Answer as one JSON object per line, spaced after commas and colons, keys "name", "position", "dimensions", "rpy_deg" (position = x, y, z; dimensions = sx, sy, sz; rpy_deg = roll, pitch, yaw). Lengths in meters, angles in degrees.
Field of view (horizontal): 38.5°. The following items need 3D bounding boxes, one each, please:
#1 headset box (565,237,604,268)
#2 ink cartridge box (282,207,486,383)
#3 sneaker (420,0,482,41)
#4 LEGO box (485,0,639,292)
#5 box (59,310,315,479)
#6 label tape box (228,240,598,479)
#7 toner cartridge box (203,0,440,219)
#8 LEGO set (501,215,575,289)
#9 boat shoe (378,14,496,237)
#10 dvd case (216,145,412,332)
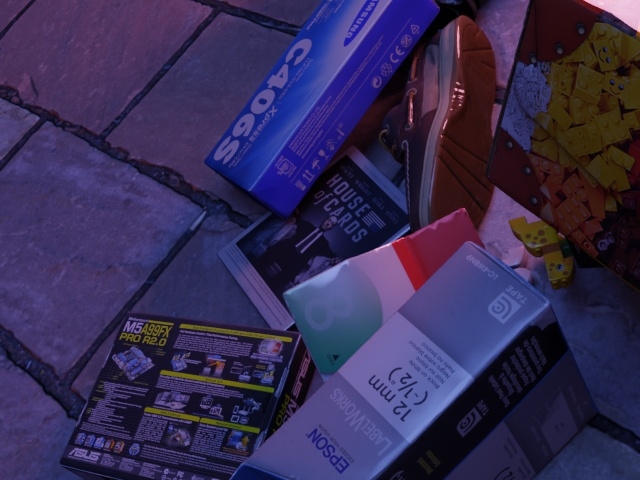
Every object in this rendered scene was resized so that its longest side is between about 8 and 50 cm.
{"name": "headset box", "position": [0.375, -0.090, 0.934], "dimensions": [0.293, 0.110, 0.218], "rpy_deg": [-1, 49, -13]}
{"name": "ink cartridge box", "position": [0.096, 0.089, 1.005], "dimensions": [0.224, 0.056, 0.181], "rpy_deg": [-28, 81, 9]}
{"name": "sneaker", "position": [0.229, -0.379, 1.295], "dimensions": [0.295, 0.104, 0.147], "rpy_deg": [-24, 51, 18]}
{"name": "LEGO box", "position": [0.446, -0.108, 0.731], "dimensions": [0.500, 0.193, 0.372], "rpy_deg": [-27, 51, -30]}
{"name": "box", "position": [-0.158, 0.203, 1.106], "dimensions": [0.270, 0.060, 0.216], "rpy_deg": [3, 59, 29]}
{"name": "label tape box", "position": [0.085, 0.204, 0.852], "dimensions": [0.348, 0.249, 0.115], "rpy_deg": [-45, 51, -7]}
{"name": "toner cartridge box", "position": [-0.003, -0.206, 1.241], "dimensions": [0.348, 0.075, 0.165], "rpy_deg": [-54, 35, -3]}
{"name": "LEGO set", "position": [0.279, 0.015, 0.994], "dimensions": [0.227, 0.087, 0.093], "rpy_deg": [-17, 51, 18]}
{"name": "boat shoe", "position": [0.141, -0.131, 1.162], "dimensions": [0.123, 0.123, 0.342], "rpy_deg": [-17, 52, 38]}
{"name": "dvd case", "position": [0.000, 0.000, 1.188], "dimensions": [0.238, 0.029, 0.179], "rpy_deg": [-39, 49, -2]}
